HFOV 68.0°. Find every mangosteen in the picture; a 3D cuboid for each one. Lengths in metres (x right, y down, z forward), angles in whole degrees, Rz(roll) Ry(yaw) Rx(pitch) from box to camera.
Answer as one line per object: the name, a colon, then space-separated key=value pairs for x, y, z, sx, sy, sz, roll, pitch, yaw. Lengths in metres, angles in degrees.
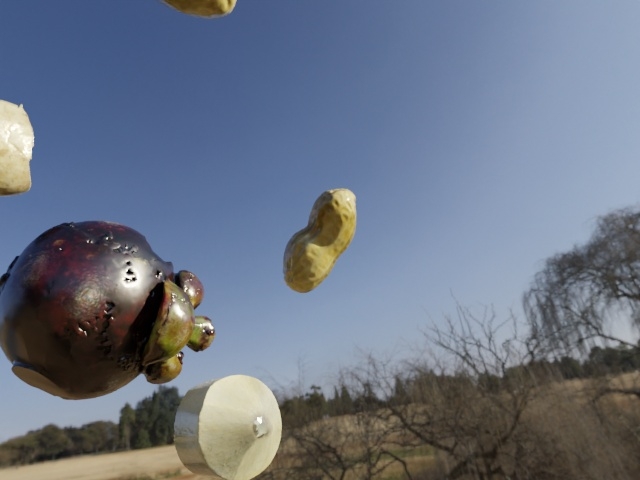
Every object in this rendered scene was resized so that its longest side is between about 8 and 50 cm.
mangosteen: x=-0.457 y=0.159 z=1.006 sx=0.421 sy=0.381 sz=0.381 roll=32 pitch=-25 yaw=5

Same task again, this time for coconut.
coconut: x=-0.181 y=0.376 z=0.960 sx=0.202 sy=0.202 sz=0.221 roll=13 pitch=-24 yaw=-43

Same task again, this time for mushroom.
mushroom: x=-0.863 y=-0.235 z=1.205 sx=0.195 sy=0.254 sz=0.189 roll=-15 pitch=-10 yaw=35

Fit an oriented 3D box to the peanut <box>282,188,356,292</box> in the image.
peanut: x=0.000 y=0.000 z=1.264 sx=0.306 sy=0.147 sz=0.147 roll=-55 pitch=-35 yaw=6

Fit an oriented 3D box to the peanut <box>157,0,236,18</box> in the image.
peanut: x=-0.293 y=-0.507 z=0.835 sx=0.318 sy=0.148 sz=0.147 roll=23 pitch=-36 yaw=-26
